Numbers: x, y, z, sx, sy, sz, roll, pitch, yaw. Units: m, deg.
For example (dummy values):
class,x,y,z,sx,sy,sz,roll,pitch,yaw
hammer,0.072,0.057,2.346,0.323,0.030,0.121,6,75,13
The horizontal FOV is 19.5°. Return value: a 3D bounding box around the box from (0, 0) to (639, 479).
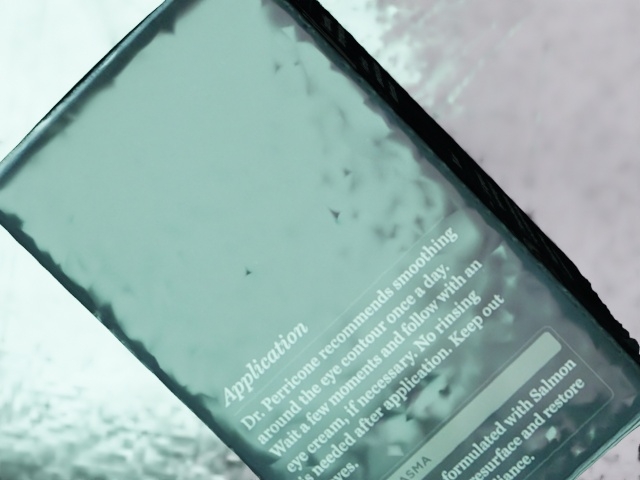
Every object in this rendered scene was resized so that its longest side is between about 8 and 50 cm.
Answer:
class,x,y,z,sx,sy,sz,roll,pitch,yaw
box,0.000,0.000,0.527,0.093,0.156,0.158,-43,97,7
